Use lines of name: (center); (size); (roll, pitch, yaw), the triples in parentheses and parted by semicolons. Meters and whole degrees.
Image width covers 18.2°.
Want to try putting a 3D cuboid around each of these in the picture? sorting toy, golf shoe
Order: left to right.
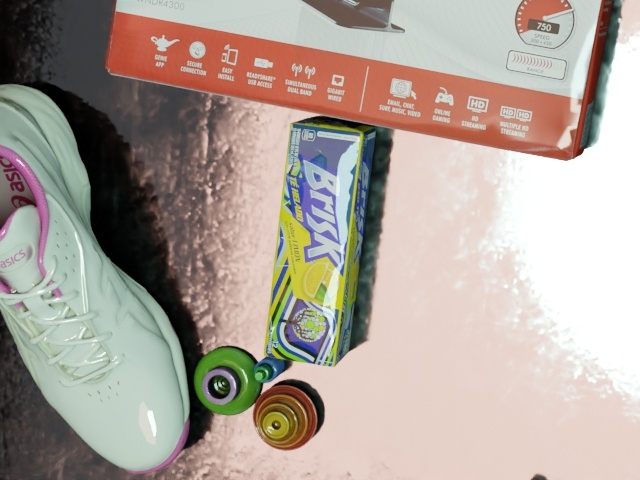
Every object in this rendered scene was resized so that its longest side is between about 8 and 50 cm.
golf shoe: (-0.196, 0.037, 1.428); (0.115, 0.140, 0.306); (-28, 91, 14)
sorting toy: (-0.049, 0.113, 1.450); (0.102, 0.042, 0.061); (27, 102, 9)

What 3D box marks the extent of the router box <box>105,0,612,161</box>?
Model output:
router box: (0.041, -0.233, 1.363); (0.335, 0.082, 0.301); (11, 100, 12)

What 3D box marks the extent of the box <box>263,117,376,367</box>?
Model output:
box: (0.000, 0.000, 1.414); (0.054, 0.059, 0.169); (8, 99, 10)
